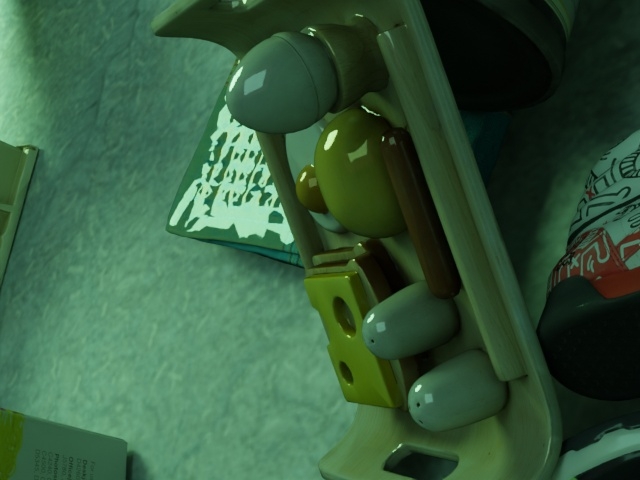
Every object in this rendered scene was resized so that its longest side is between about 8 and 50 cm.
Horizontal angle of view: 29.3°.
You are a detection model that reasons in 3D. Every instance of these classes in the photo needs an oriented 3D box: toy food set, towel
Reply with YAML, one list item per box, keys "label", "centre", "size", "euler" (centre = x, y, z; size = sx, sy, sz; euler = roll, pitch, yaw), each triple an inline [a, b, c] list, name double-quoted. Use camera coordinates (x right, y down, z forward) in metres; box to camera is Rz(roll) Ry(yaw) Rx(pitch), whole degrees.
- label: "toy food set"
  centre: [0.000, 0.000, 0.674]
  size: [0.219, 0.092, 0.306]
  euler: [-8, 102, 66]
- label: "towel"
  centre: [0.047, -0.149, 0.877]
  size: [0.271, 0.040, 0.370]
  euler: [15, 80, 44]

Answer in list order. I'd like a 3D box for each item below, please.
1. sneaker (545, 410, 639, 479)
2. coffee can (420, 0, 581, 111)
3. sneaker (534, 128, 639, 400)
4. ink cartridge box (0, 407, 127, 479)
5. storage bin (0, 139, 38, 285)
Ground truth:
- label: "sneaker"
  centre: [0.200, 0.125, 0.579]
  size: [0.234, 0.084, 0.097]
  euler: [-27, 57, 32]
- label: "coffee can"
  centre: [0.083, -0.242, 0.722]
  size: [0.201, 0.201, 0.275]
  euler: [9, 75, 44]
- label: "sneaker"
  centre: [0.227, -0.023, 0.578]
  size: [0.270, 0.090, 0.145]
  euler: [-25, 29, 41]
- label: "ink cartridge box"
  centre: [-0.300, 0.224, 0.855]
  size: [0.198, 0.270, 0.197]
  euler: [-20, 60, 35]
- label: "storage bin"
  centre: [-0.425, 0.020, 1.168]
  size: [0.262, 0.123, 0.260]
  euler: [-2, 71, 41]
